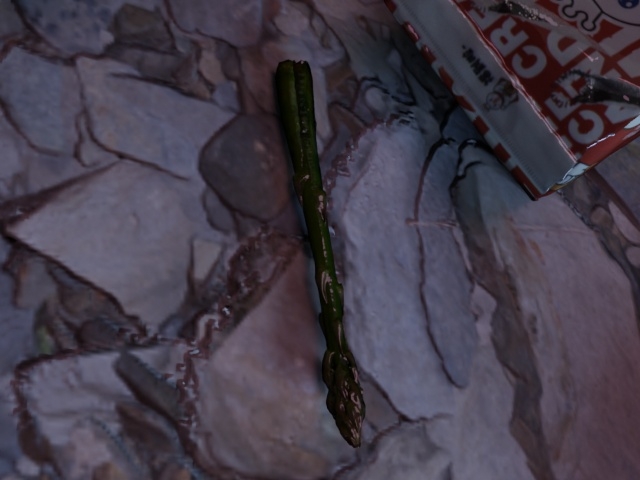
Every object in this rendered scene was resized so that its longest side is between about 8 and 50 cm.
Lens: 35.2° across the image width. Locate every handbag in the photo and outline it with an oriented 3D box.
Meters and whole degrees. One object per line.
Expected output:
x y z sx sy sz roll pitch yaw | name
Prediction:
0.176 -0.144 0.682 0.298 0.151 0.171 -28 80 -35 | handbag

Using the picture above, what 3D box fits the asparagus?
0.000 0.000 0.547 0.023 0.022 0.233 61 18 -64 | asparagus
